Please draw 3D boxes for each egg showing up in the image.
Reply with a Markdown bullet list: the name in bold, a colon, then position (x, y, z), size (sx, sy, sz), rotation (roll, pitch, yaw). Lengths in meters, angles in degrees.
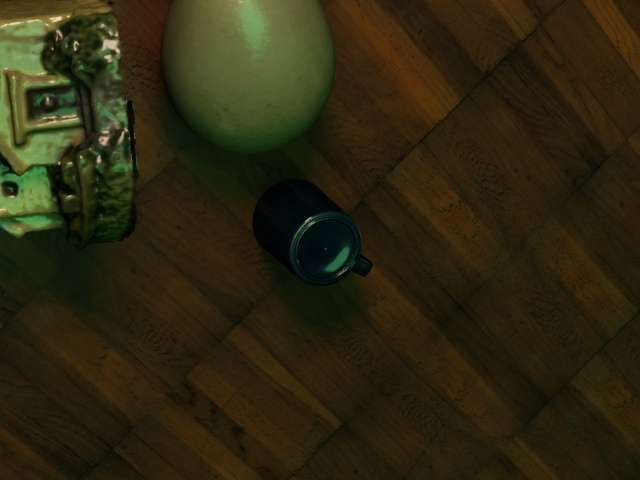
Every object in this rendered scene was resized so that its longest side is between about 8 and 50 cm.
- **egg**: position (-0.090, -0.239, 1.807), size (0.218, 0.218, 0.295), rotation (-20, 143, -14)

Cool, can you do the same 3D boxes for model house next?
- **model house**: position (-0.373, -0.138, 1.729), size (0.266, 0.261, 0.321), rotation (-6, 107, -18)

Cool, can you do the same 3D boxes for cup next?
- **cup**: position (0.000, -0.010, 1.994), size (0.150, 0.138, 0.113), rotation (-1, 110, -22)
